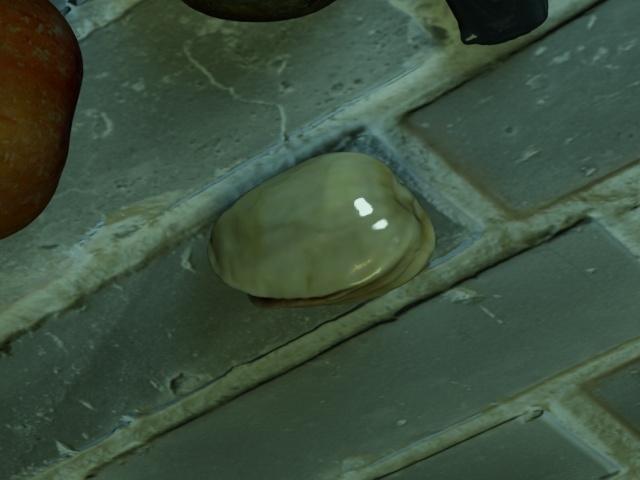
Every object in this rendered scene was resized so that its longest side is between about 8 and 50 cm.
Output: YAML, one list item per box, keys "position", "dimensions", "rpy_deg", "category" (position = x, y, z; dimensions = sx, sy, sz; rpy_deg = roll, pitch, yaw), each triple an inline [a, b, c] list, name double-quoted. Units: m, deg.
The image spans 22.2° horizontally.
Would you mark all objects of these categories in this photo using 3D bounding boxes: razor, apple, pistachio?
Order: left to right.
- position: [-0.311, -0.112, 1.377]
  dimensions: [0.254, 0.253, 0.253]
  rpy_deg: [-1, 140, -1]
  category: "apple"
- position: [0.000, 0.000, 1.574]
  dimensions: [0.230, 0.157, 0.157]
  rpy_deg: [-15, 139, 33]
  category: "pistachio"
- position: [0.139, -0.232, 1.378]
  dimensions: [0.090, 0.054, 0.148]
  rpy_deg: [-15, 139, 15]
  category: "razor"

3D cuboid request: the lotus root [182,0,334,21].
- position: [-0.040, -0.235, 1.327]
  dimensions: [0.210, 0.120, 0.120]
  rpy_deg: [-5, 139, 4]
  category: "lotus root"
